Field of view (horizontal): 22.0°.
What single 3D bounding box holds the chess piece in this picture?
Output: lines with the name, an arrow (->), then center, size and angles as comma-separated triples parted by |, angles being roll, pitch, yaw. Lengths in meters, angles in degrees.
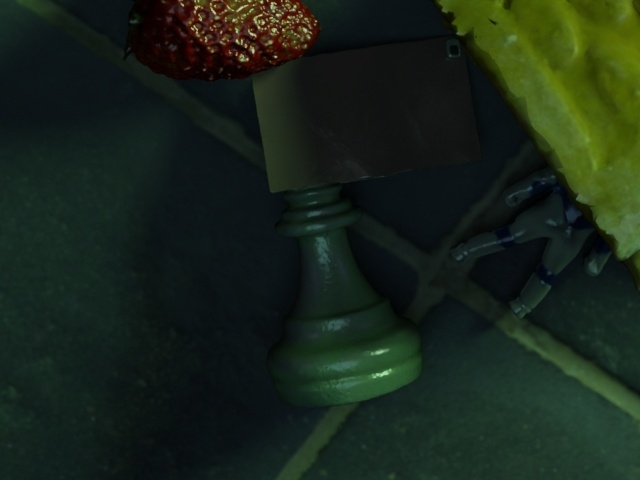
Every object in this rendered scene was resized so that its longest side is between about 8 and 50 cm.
chess piece -> 0.000, 0.000, 1.435 | 0.139, 0.139, 0.272 | -11, 98, 7

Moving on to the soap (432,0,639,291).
soap -> 0.287, -0.170, 1.267 | 0.335, 0.156, 0.293 | -33, 67, 9

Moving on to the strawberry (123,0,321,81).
strawberry -> -0.085, -0.185, 1.362 | 0.148, 0.131, 0.131 | 24, 110, -23

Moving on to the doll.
doll -> 0.228, -0.031, 1.438 | 0.114, 0.057, 0.227 | 43, 113, -12

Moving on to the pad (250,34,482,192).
pad -> 0.040, -0.108, 1.397 | 0.187, 0.006, 0.113 | -8, 87, -9
